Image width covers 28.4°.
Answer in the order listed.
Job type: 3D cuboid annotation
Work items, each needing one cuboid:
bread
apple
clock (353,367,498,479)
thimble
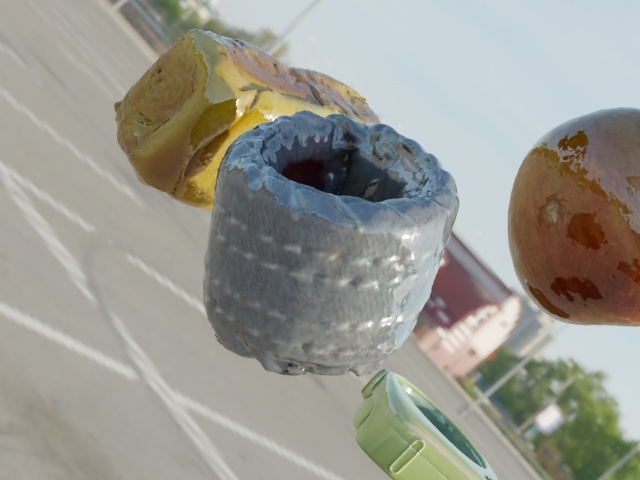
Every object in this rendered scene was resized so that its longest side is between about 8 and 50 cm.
[{"bbox_3d":[-0.065,-0.104,1.322,0.294,0.167,0.132,16,31,-47],"label":"bread"},{"bbox_3d":[0.372,-0.027,1.539,0.301,0.301,0.301,49,2,-2],"label":"apple"},{"bbox_3d":[0.146,0.295,1.853,0.235,0.096,0.308,42,6,-10],"label":"clock"},{"bbox_3d":[0.000,0.000,1.090,0.205,0.172,0.236,8,27,-14],"label":"thimble"}]
